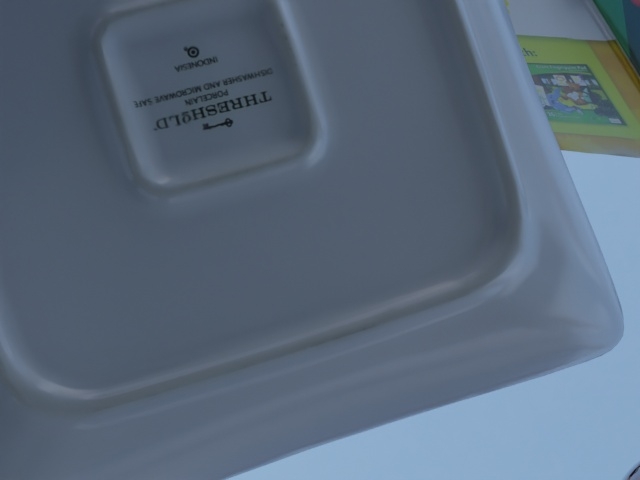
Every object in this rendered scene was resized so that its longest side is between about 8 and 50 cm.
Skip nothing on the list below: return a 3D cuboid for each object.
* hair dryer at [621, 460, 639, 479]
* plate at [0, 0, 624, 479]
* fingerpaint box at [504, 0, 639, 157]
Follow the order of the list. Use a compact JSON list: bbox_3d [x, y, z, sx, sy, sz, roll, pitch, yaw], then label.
[{"bbox_3d":[0.261,0.122,0.958,0.080,0.223,0.293,27,-54,17],"label":"hair dryer"},{"bbox_3d":[-0.045,-0.052,0.543,0.045,0.277,0.278,136,-63,-76],"label":"plate"},{"bbox_3d":[0.041,-0.246,1.059,0.445,0.371,0.163,10,-119,46],"label":"fingerpaint box"}]
